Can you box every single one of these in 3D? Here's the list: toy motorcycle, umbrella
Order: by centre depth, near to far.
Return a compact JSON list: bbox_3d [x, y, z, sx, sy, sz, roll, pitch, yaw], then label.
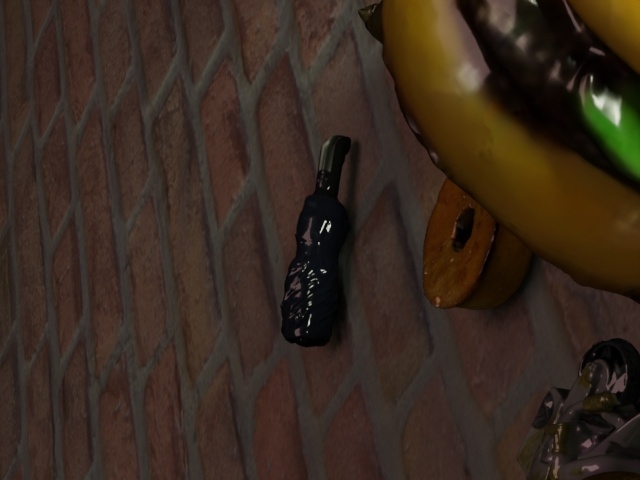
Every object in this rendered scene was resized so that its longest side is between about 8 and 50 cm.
[{"bbox_3d":[0.209,0.196,1.480,0.225,0.073,0.152,-62,32,30],"label":"toy motorcycle"},{"bbox_3d":[-0.005,-0.002,2.063,0.071,0.071,0.248,-25,56,61],"label":"umbrella"}]

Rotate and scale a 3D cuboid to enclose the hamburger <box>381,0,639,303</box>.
[{"bbox_3d":[0.249,-0.188,1.227,0.277,0.396,0.395,131,144,-49],"label":"hamburger"}]

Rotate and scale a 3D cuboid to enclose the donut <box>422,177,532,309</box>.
[{"bbox_3d":[0.149,-0.004,1.734,0.152,0.058,0.152,-44,39,50],"label":"donut"}]

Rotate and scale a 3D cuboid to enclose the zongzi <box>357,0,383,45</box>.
[{"bbox_3d":[0.139,-0.281,1.838,0.260,0.123,0.289,-64,22,17],"label":"zongzi"}]

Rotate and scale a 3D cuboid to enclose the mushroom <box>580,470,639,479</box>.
[{"bbox_3d":[0.227,0.232,1.384,0.087,0.127,0.127,50,-132,-75],"label":"mushroom"}]
